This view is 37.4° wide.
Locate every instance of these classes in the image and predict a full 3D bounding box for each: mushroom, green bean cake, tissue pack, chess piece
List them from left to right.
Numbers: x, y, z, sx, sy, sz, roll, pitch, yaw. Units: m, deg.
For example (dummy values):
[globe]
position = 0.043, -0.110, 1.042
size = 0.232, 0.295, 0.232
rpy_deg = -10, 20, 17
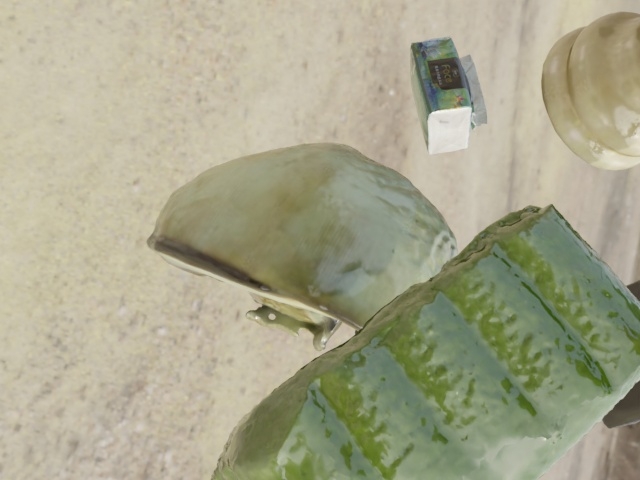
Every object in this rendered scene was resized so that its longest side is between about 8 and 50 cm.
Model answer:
[mushroom]
position = -0.005, -0.004, 0.810
size = 0.164, 0.267, 0.189
rpy_deg = -61, 146, -13
[green bean cake]
position = 0.053, 0.106, 0.551
size = 0.248, 0.125, 0.222
rpy_deg = -36, 168, -20
[tissue pack]
position = 0.155, -0.176, 1.141
size = 0.085, 0.079, 0.111
rpy_deg = 80, 1, -58
[chess piece]
position = 0.375, -0.190, 0.938
size = 0.300, 0.167, 0.167
rpy_deg = -27, -143, 61

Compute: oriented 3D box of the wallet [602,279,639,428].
[wallet]
position = 0.356, 0.080, 0.887
size = 0.285, 0.030, 0.146
rpy_deg = -39, -136, 54
